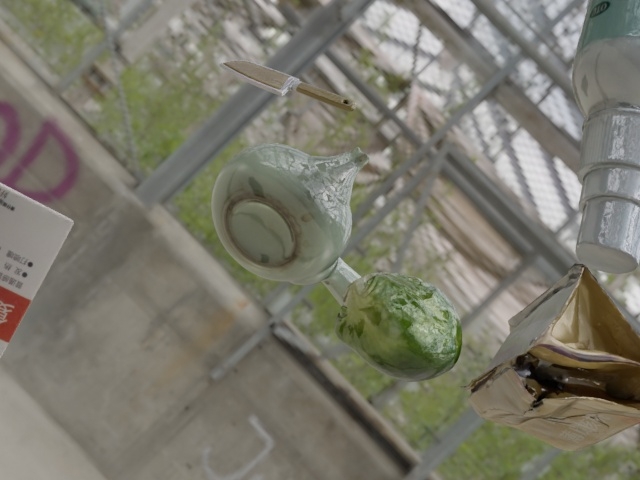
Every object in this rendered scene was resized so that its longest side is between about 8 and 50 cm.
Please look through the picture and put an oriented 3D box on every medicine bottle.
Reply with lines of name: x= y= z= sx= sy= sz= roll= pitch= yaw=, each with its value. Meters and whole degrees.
medicine bottle: x=0.251 y=-0.142 z=0.929 sx=0.110 sy=0.352 sz=0.110 roll=15 pitch=-22 yaw=6

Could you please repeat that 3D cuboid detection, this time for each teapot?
teapot: x=-0.032 y=0.000 z=1.737 sx=0.220 sy=0.149 sz=0.318 roll=10 pitch=-53 yaw=27

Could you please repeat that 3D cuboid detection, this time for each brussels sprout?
brussels sprout: x=0.099 y=0.100 z=1.432 sx=0.155 sy=0.117 sz=0.155 roll=34 pitch=23 yaw=-17

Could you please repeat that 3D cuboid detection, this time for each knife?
knife: x=-0.057 y=-0.252 z=1.957 sx=0.256 sy=0.046 sz=0.022 roll=23 pitch=-34 yaw=25

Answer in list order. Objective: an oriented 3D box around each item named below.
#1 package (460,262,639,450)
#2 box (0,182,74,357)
package: x=0.305 y=0.197 z=1.640 sx=0.221 sy=0.165 sz=0.311 roll=55 pitch=-17 yaw=9
box: x=-0.489 y=-0.011 z=1.386 sx=0.353 sy=0.214 sz=0.069 roll=30 pitch=-5 yaw=-22
